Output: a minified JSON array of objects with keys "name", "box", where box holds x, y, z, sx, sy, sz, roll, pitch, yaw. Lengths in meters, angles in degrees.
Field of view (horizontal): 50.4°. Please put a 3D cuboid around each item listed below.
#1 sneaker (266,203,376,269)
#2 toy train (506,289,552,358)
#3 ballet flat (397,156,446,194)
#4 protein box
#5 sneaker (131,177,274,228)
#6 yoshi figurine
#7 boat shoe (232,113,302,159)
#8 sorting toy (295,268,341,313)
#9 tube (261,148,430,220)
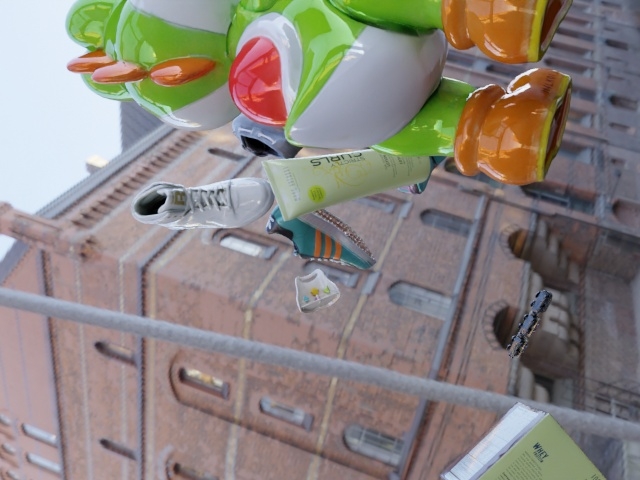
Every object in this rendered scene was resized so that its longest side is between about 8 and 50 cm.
[{"name":"sneaker","box":[0.000,0.000,1.646,0.121,0.302,0.108,-46,29,17]},{"name":"toy train","box":[0.386,0.155,1.252,0.036,0.027,0.158,-9,-50,-37]},{"name":"ballet flat","box":[0.241,-0.192,1.590,0.221,0.079,0.077,-55,-44,-30]},{"name":"protein box","box":[0.358,0.425,1.170,0.201,0.200,0.136,-41,0,-7]},{"name":"sneaker","box":[-0.257,-0.077,1.452,0.169,0.293,0.108,9,-110,-70]},{"name":"yoshi figurine","box":[-0.007,-0.152,0.486,0.203,0.362,0.203,15,-94,-66]},{"name":"boat shoe","box":[-0.136,-0.235,1.579,0.335,0.112,0.095,12,73,59]},{"name":"sorting toy","box":[-0.012,0.094,1.309,0.045,0.083,0.075,84,164,-67]},{"name":"tube","box":[0.042,-0.090,0.956,0.070,0.240,0.062,42,138,52]}]
